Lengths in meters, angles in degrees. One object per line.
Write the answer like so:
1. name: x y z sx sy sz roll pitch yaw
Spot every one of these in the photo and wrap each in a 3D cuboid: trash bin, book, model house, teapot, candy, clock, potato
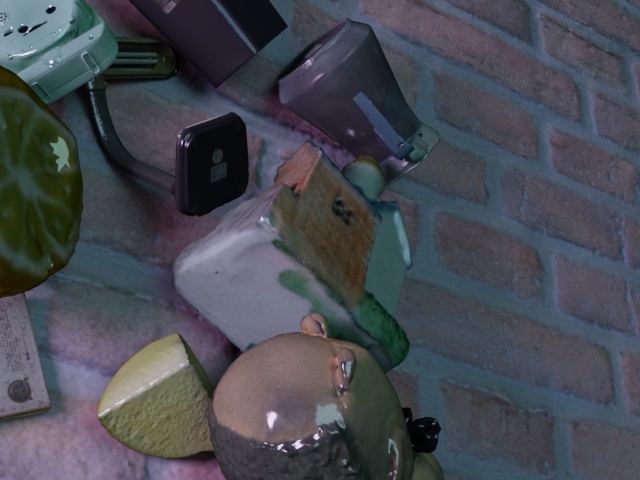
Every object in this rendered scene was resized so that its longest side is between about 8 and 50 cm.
1. trash bin: -0.170 -0.342 1.249 0.225 0.115 0.165 49 30 -12
2. book: -0.390 0.130 0.941 0.199 0.016 0.138 -5 71 -41
3. model house: 0.000 0.000 1.185 0.267 0.194 0.325 47 40 -21
4. teapot: 0.062 -0.195 1.319 0.225 0.171 0.203 47 5 -16
5. candy: -0.354 -0.064 0.943 0.260 0.118 0.259 53 27 -43
6. clock: -0.344 -0.253 1.085 0.148 0.060 0.188 -35 63 -6
7. potato: -0.184 0.196 1.048 0.120 0.081 0.149 -27 124 -7

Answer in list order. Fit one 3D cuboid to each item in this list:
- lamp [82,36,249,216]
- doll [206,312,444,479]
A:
1. lamp: -0.191 -0.158 1.155 0.283 0.124 0.203 36 39 25
2. doll: 0.021 0.258 1.022 0.247 0.247 0.349 -38 120 -40
